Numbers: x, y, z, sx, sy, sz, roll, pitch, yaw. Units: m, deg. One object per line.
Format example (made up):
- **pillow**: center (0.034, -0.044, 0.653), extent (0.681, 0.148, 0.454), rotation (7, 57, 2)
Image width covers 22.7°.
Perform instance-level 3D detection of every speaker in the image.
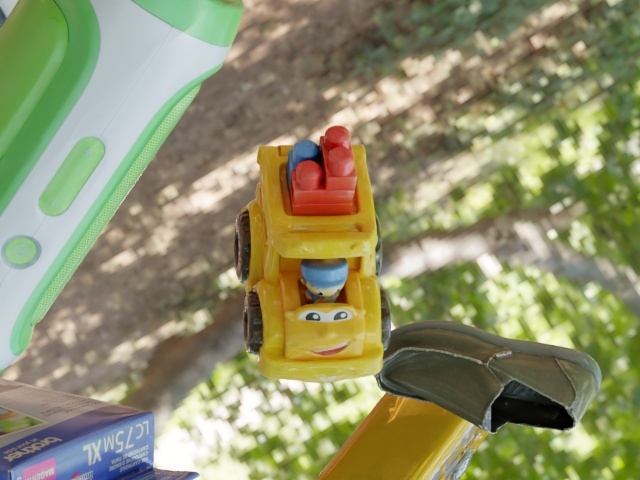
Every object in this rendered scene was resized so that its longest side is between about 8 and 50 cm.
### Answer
- **speaker**: center (-0.173, -0.053, 0.974), extent (0.296, 0.131, 0.131), rotation (-53, 165, 16)

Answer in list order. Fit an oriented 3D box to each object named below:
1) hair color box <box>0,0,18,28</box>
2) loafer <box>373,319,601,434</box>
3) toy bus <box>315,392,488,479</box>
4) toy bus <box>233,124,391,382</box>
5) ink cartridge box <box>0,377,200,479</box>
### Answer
- **hair color box**: center (-0.342, -0.346, 1.754), extent (0.174, 0.347, 0.105), rotation (-40, -159, -29)
- **loafer**: center (0.170, 0.150, 1.699), extent (0.087, 0.251, 0.094), rotation (-73, 163, -47)
- **toy bus**: center (0.086, 0.263, 1.829), extent (0.332, 0.108, 0.130), rotation (-49, 157, -25)
- **toy bus**: center (0.000, 0.000, 1.574), extent (0.149, 0.220, 0.211), rotation (0, 141, -9)
- **ink cartridge box**: center (-0.278, 0.174, 1.354), extent (0.311, 0.065, 0.186), rotation (11, -165, 30)
